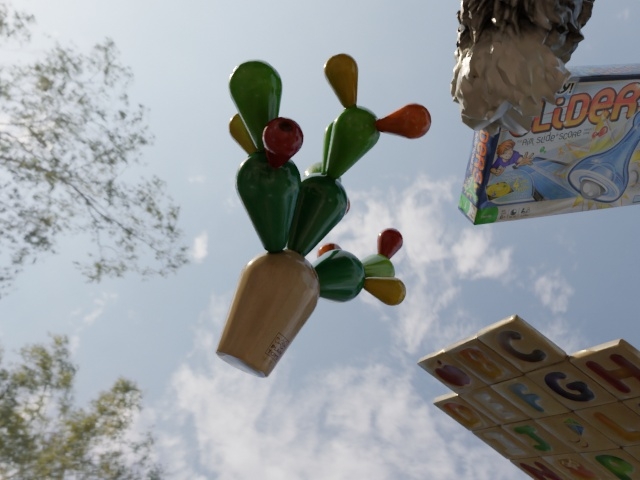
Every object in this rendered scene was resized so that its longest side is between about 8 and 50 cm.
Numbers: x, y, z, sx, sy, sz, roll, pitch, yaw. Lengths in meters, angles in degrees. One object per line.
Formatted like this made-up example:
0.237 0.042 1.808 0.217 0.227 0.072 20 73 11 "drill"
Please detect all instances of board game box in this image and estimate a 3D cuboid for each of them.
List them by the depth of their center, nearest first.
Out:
0.233 -0.090 0.533 0.201 0.136 0.035 -8 -145 -15 "board game box"

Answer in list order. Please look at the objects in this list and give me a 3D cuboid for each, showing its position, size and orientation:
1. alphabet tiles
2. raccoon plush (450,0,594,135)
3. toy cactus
0.268 0.200 0.564 0.343 0.285 0.011 37 -120 -2 "alphabet tiles"
0.086 -0.329 0.352 0.299 0.216 0.446 22 -108 -10 "raccoon plush"
0.000 0.000 0.364 0.112 0.219 0.180 14 -116 24 "toy cactus"
